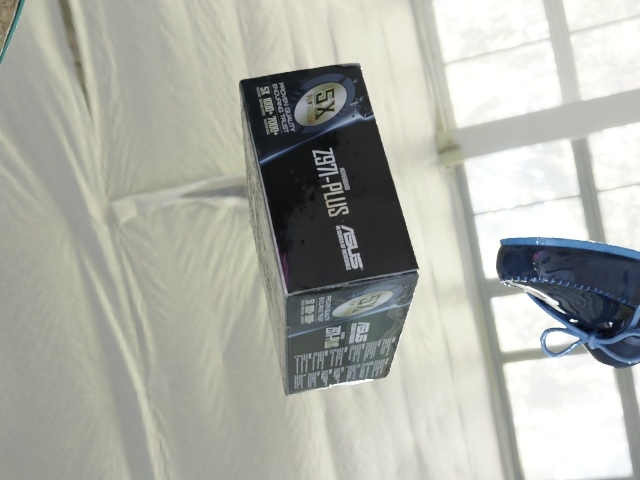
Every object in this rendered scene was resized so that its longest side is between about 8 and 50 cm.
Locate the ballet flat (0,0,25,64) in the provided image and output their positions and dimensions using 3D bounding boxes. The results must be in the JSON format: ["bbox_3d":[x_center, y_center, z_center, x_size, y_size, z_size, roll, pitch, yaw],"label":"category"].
[{"bbox_3d":[-0.279,-0.122,0.668,0.067,0.073,0.206,17,-102,-42],"label":"ballet flat"}]

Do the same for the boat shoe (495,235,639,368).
[{"bbox_3d":[0.239,0.058,0.676,0.258,0.109,0.089,16,-95,-27],"label":"boat shoe"}]

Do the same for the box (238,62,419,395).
[{"bbox_3d":[0.000,0.000,0.578,0.180,0.077,0.147,94,165,-62],"label":"box"}]
